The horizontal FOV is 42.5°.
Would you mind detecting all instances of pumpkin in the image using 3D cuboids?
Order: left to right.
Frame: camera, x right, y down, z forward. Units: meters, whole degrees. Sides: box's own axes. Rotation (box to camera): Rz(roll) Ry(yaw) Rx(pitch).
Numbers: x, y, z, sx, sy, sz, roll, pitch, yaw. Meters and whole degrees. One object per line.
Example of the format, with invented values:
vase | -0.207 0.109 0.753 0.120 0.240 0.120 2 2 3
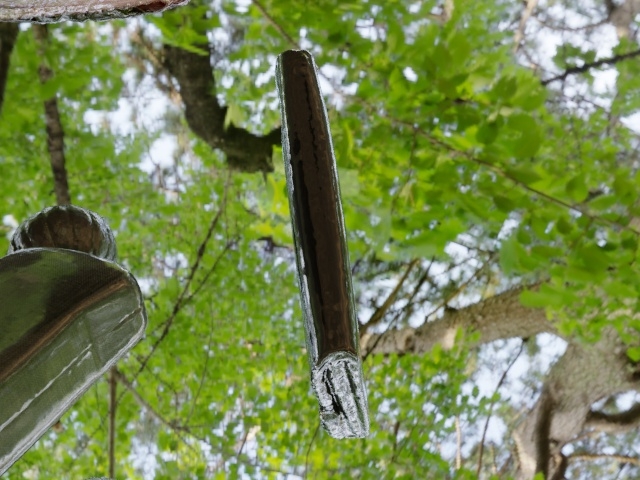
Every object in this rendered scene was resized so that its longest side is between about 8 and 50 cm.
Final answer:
pumpkin | -0.519 0.027 1.659 0.221 0.220 0.162 -15 -126 -19

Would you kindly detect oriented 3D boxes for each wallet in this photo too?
wallet | -0.001 0.000 0.937 0.062 0.228 0.406 -7 -123 0

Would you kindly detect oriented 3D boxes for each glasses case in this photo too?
glasses case | -0.258 0.113 0.541 0.131 0.074 0.323 8 -145 29

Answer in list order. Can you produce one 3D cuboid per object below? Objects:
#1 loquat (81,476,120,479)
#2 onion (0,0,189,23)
loquat | -0.275 0.437 1.084 0.246 0.213 0.213 45 -122 11
onion | -0.213 -0.326 0.707 0.256 0.272 0.230 1 -117 -55
